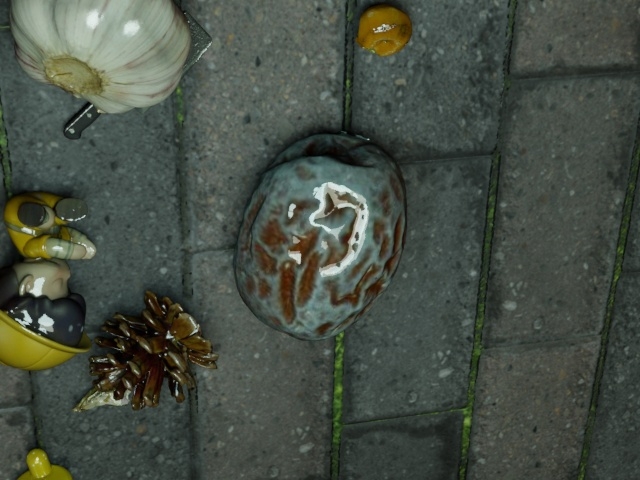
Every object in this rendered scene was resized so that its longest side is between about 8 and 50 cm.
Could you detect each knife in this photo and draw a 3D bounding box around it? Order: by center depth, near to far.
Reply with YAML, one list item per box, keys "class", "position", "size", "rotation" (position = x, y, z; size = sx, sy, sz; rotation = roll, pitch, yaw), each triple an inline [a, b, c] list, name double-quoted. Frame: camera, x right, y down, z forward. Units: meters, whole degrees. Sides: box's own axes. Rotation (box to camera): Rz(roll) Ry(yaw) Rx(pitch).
- class: "knife"
  position: [-0.256, -0.216, 1.541]
  size: [0.245, 0.019, 0.072]
  rotation: [-41, 122, 6]

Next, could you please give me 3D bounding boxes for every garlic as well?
- class: "garlic"
  position: [-0.261, -0.307, 1.414]
  size: [0.245, 0.245, 0.253]
  rotation: [37, 67, -29]

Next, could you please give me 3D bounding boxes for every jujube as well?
- class: "jujube"
  position: [-0.001, 0.004, 1.617]
  size: [0.247, 0.215, 0.308]
  rotation: [0, 119, -15]

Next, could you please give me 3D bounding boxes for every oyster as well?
- class: "oyster"
  position: [-0.353, 0.252, 1.764]
  size: [0.093, 0.034, 0.051]
  rotation: [-5, 136, -26]

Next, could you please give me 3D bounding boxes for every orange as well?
- class: "orange"
  position: [0.090, -0.304, 1.561]
  size: [0.086, 0.062, 0.086]
  rotation: [-8, 160, -3]

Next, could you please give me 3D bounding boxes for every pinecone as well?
- class: "pinecone"
  position: [-0.259, 0.175, 1.679]
  size: [0.195, 0.150, 0.179]
  rotation: [-22, 128, 1]

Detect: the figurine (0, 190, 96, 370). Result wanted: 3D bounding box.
- class: "figurine"
  position: [-0.409, 0.058, 1.569]
  size: [0.167, 0.192, 0.256]
  rotation: [4, 94, 11]

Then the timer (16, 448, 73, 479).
- class: "timer"
  position: [-0.452, 0.404, 1.777]
  size: [0.107, 0.107, 0.109]
  rotation: [-14, 124, -7]
